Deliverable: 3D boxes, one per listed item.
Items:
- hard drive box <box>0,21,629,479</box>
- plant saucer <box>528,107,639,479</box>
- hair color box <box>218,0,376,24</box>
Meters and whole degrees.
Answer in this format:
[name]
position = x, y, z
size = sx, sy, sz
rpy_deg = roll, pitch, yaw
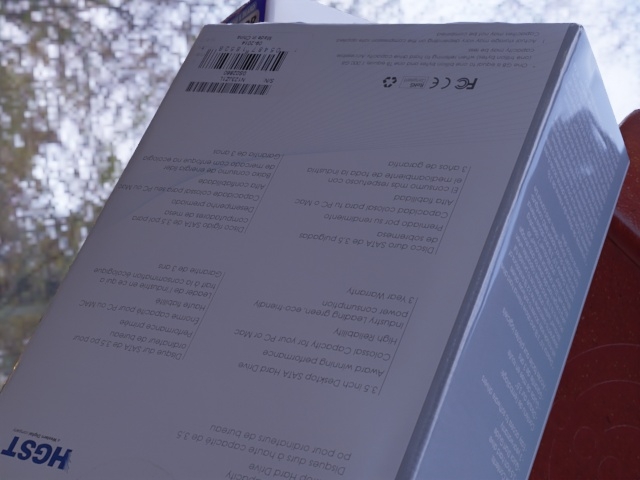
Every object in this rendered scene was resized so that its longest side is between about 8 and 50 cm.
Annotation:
[hard drive box]
position = -0.004, 0.029, 0.470
size = 0.181, 0.089, 0.232
rpy_deg = 6, -122, 33
[plant saucer]
position = 0.150, 0.114, 0.540
size = 0.258, 0.048, 0.259
rpy_deg = 53, -47, 41
[hair color box]
position = 0.000, 0.000, 0.920
size = 0.110, 0.185, 0.338
rpy_deg = -19, -119, 58
